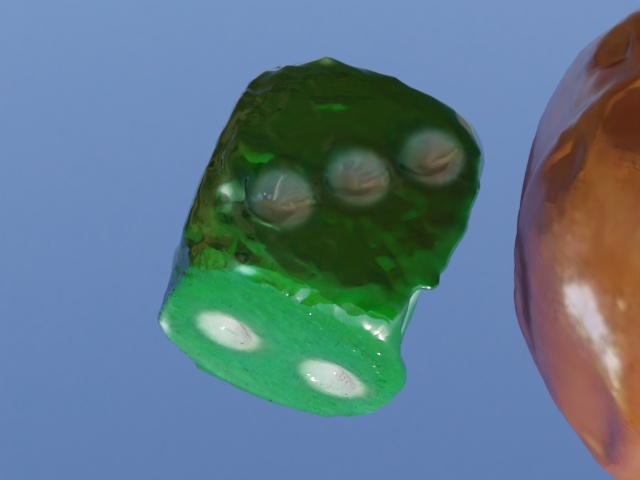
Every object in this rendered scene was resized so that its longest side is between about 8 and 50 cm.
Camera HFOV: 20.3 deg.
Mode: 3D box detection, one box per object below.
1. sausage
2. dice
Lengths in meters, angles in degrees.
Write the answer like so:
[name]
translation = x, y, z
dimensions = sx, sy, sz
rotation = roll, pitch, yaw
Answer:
[sausage]
translation = 0.170, 0.033, 0.509
dimensions = 0.268, 0.141, 0.153
rotation = 39, -143, -10
[dice]
translation = 0.000, 0.000, 0.832
dimensions = 0.120, 0.131, 0.128
rotation = 22, -117, -1
